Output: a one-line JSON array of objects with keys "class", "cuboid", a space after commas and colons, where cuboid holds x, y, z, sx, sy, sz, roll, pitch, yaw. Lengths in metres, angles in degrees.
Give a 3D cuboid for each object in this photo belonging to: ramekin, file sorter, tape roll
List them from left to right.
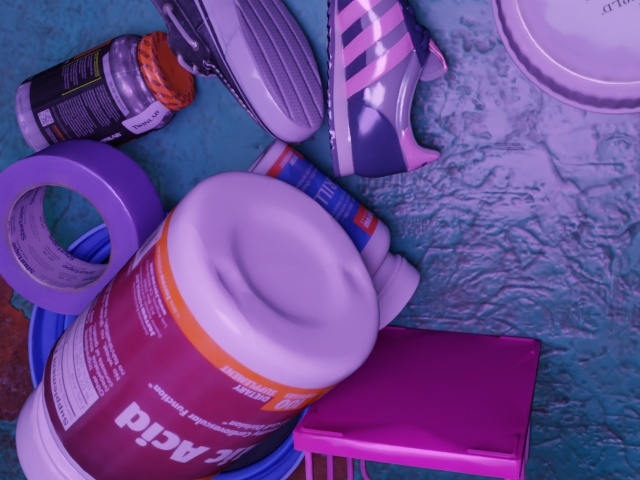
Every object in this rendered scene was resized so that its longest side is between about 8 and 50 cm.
[{"class": "tape roll", "cuboid": [-0.278, -0.015, 1.002, 0.189, 0.080, 0.189, 5, 112, 13]}, {"class": "file sorter", "cuboid": [0.115, 0.227, 0.919, 0.202, 0.291, 0.182, 3, 105, 17]}, {"class": "ramekin", "cuboid": [0.293, -0.256, 0.846, 0.273, 0.127, 0.273, 3, 102, 17]}]

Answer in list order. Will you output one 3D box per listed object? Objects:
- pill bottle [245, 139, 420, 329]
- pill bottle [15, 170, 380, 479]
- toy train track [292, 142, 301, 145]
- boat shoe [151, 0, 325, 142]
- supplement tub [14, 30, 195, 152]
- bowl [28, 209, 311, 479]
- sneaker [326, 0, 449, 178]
[{"class": "pill bottle", "cuboid": [0.000, 0.000, 0.983, 0.221, 0.124, 0.124, 39, 110, -10]}, {"class": "pill bottle", "cuboid": [-0.143, 0.128, 0.899, 0.224, 0.224, 0.392, 49, 125, 3]}, {"class": "toy train track", "cuboid": [-0.035, -0.153, 1.031, 0.048, 0.014, 0.083, -8, 105, 11]}, {"class": "boat shoe", "cuboid": [-0.110, -0.237, 0.987, 0.119, 0.121, 0.335, -38, 73, 33]}, {"class": "supplement tub", "cuboid": [-0.251, -0.168, 1.039, 0.190, 0.117, 0.117, -18, 96, 20]}, {"class": "bowl", "cuboid": [-0.175, 0.151, 1.104, 0.391, 0.077, 0.391, 4, 103, 17]}, {"class": "sneaker", "cuboid": [0.072, -0.226, 0.944, 0.131, 0.112, 0.319, 0, 107, 2]}]
